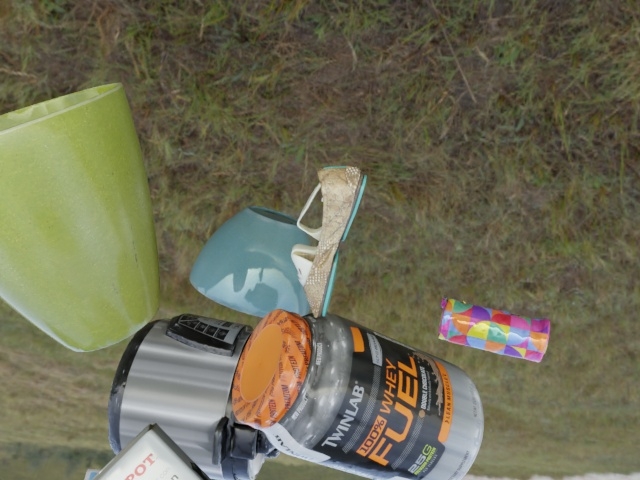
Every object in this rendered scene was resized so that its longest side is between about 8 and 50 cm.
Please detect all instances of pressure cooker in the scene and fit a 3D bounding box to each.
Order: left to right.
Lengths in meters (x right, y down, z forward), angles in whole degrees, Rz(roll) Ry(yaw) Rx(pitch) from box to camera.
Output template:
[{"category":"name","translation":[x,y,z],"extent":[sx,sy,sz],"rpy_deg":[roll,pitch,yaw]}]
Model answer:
[{"category":"pressure cooker","translation":[-0.254,0.393,1.335],"extent":[0.421,0.369,0.375],"rpy_deg":[8,142,7]}]

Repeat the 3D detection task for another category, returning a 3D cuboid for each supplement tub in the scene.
[{"category":"supplement tub","translation":[0.055,0.235,0.801],"extent":[0.338,0.206,0.207],"rpy_deg":[25,154,-23]}]

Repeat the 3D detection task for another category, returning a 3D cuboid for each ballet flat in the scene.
[{"category":"ballet flat","translation":[0.000,0.000,0.676],"extent":[0.067,0.206,0.073],"rpy_deg":[15,-161,0]}]

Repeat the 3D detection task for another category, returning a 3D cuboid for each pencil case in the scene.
[{"category":"pencil case","translation":[0.374,0.191,1.177],"extent":[0.237,0.104,0.104],"rpy_deg":[14,159,17]}]

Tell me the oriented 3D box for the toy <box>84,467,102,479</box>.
[{"category":"toy","translation":[-0.187,0.365,0.677],"extent":[0.238,0.136,0.056],"rpy_deg":[22,124,-19]}]

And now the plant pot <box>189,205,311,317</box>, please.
[{"category":"plant pot","translation":[-0.132,0.033,1.241],"extent":[0.291,0.195,0.290],"rpy_deg":[19,-170,-4]}]

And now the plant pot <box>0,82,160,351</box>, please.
[{"category":"plant pot","translation":[-0.325,-0.013,0.683],"extent":[0.275,0.274,0.293],"rpy_deg":[-2,118,30]}]

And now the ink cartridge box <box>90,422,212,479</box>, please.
[{"category":"ink cartridge box","translation":[-0.127,0.259,0.438],"extent":[0.175,0.127,0.072],"rpy_deg":[45,160,0]}]
